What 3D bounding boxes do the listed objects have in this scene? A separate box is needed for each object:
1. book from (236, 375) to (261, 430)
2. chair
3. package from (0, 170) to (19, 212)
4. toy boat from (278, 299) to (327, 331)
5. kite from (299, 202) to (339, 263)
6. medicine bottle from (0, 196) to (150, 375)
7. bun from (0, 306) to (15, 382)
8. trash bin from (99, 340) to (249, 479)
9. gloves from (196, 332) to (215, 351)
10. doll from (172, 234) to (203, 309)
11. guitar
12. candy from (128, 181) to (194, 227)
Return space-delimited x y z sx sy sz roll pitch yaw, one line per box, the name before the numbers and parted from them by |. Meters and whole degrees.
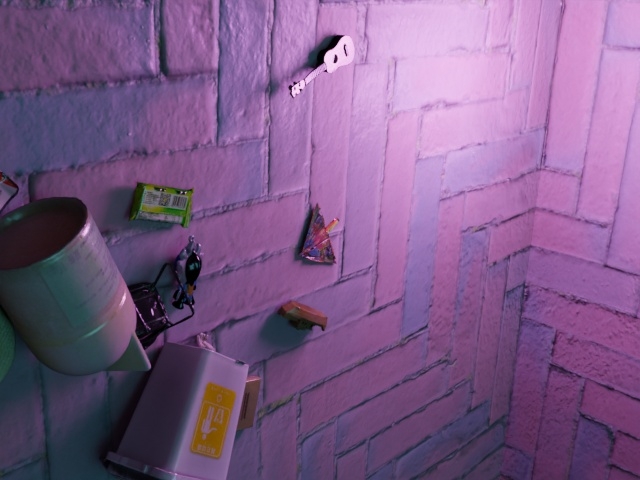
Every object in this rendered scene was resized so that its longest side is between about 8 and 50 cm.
book | -0.271 0.475 2.134 0.230 0.026 0.161 -1 107 -46
chair | -0.425 0.174 1.797 0.140 0.221 0.145 -20 76 -40
package | -0.706 -0.061 1.451 0.232 0.040 0.166 -61 142 -21
toy boat | -0.050 0.235 2.250 0.206 0.064 0.072 28 99 -49
kite | 0.000 0.000 2.245 0.183 0.014 0.241 -47 134 -27
medicine bottle | -0.519 0.135 1.573 0.235 0.235 0.406 -40 135 -29
bun | -0.707 0.208 1.485 0.204 0.126 0.213 -64 152 -48
trash bin | -0.354 0.453 1.894 0.256 0.296 0.368 33 67 -47
gloves | -0.304 0.281 2.007 0.037 0.044 0.081 -31 106 -19
doll | -0.330 0.077 1.882 0.096 0.070 0.195 -25 131 -57
guitar | -0.004 -0.464 2.034 0.271 0.038 0.084 -44 132 -30
candy | -0.376 -0.085 1.795 0.178 0.032 0.102 5 105 -49
